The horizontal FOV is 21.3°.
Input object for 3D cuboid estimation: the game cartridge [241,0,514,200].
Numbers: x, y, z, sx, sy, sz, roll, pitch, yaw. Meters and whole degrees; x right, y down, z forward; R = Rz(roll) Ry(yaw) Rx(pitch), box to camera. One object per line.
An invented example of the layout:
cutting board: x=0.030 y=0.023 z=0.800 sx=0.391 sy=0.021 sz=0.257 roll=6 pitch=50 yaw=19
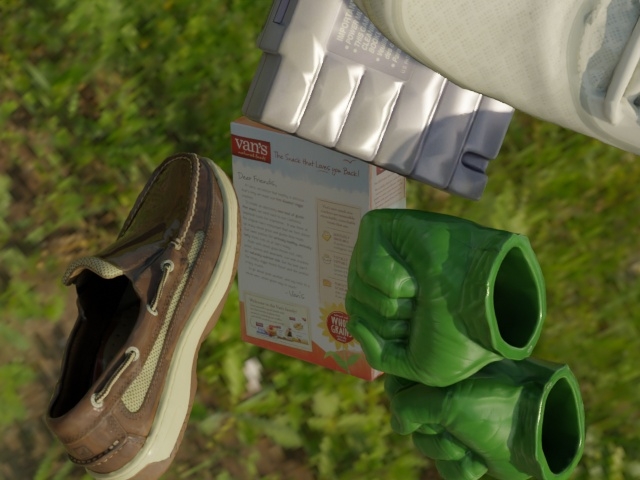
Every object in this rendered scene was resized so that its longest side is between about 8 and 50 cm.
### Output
game cartridge: x=0.091 y=-0.233 z=1.407 sx=0.230 sy=0.068 sz=0.355 roll=20 pitch=94 yaw=-21

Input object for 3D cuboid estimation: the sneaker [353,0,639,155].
sneaker: x=0.152 y=-0.059 z=0.572 sx=0.292 sy=0.110 sz=0.118 roll=14 pitch=30 yaw=-13

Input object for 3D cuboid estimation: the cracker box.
cracker box: x=0.000 y=0.000 z=1.592 sx=0.067 sy=0.156 sz=0.232 roll=-32 pitch=129 yaw=-47

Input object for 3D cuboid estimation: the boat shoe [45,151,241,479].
boat shoe: x=-0.121 y=0.033 z=1.133 sx=0.095 sy=0.095 sz=0.257 roll=40 pitch=43 yaw=-35

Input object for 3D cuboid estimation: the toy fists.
toy fists: x=0.101 y=0.088 z=1.290 sx=0.096 sy=0.142 sz=0.279 roll=-55 pitch=139 yaw=-29
